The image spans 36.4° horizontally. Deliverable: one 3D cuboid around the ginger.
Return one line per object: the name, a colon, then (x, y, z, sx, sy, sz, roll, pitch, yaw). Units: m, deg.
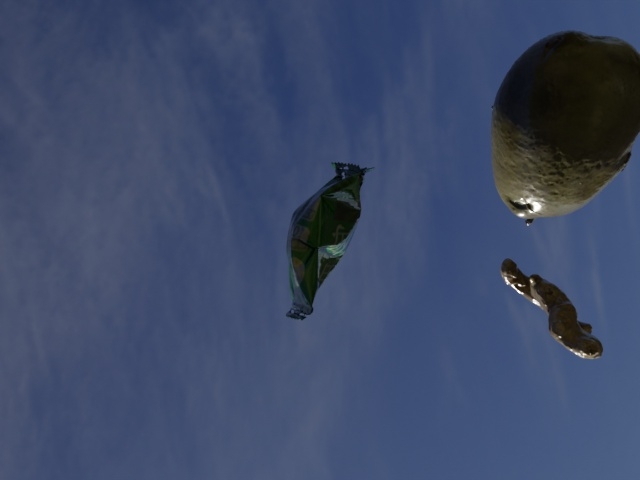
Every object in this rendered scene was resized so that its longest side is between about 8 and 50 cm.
ginger: (0.410, 0.125, 1.653, 0.149, 0.258, 0.065, 29, -77, -36)

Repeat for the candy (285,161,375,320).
candy: (-0.004, -0.001, 1.165, 0.141, 0.078, 0.203, 49, -119, -85)

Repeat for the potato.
potato: (0.279, -0.124, 1.133, 0.159, 0.174, 0.251, -87, 6, -56)

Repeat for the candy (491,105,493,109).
candy: (0.315, -0.207, 1.663, 0.058, 0.062, 0.194, 62, -172, -19)
